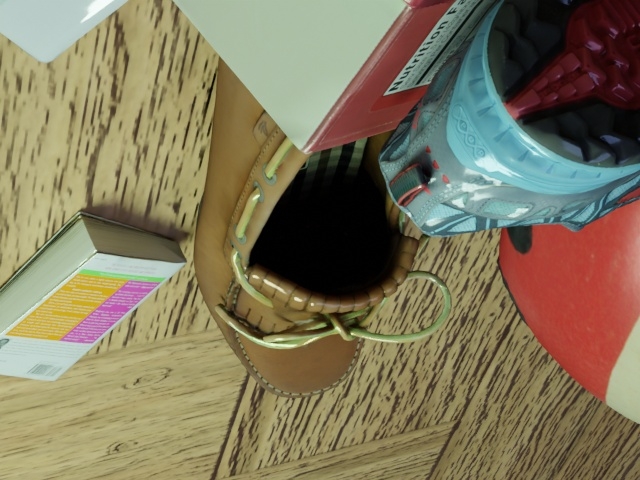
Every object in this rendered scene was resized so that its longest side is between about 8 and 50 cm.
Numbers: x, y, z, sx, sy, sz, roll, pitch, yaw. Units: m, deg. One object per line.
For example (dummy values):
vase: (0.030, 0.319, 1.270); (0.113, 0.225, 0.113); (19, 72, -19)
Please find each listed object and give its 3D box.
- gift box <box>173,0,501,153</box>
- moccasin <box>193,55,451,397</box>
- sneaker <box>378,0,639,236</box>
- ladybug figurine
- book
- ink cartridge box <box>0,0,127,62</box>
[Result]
gift box: (0.040, -0.213, 0.738); (0.276, 0.258, 0.255); (-18, 153, -54)
moccasin: (0.003, -0.001, 1.124); (0.139, 0.147, 0.380); (-14, 147, -20)
sneaker: (0.123, -0.065, 0.725); (0.262, 0.104, 0.125); (-14, 164, -43)
ladybug figurine: (0.204, -0.077, 0.991); (0.162, 0.305, 0.449); (15, 132, 7)
book: (-0.171, 0.045, 1.179); (0.144, 0.035, 0.096); (-40, 150, 23)
ink cartridge box: (-0.138, -0.255, 0.441); (0.395, 0.151, 0.270); (36, 146, -22)
